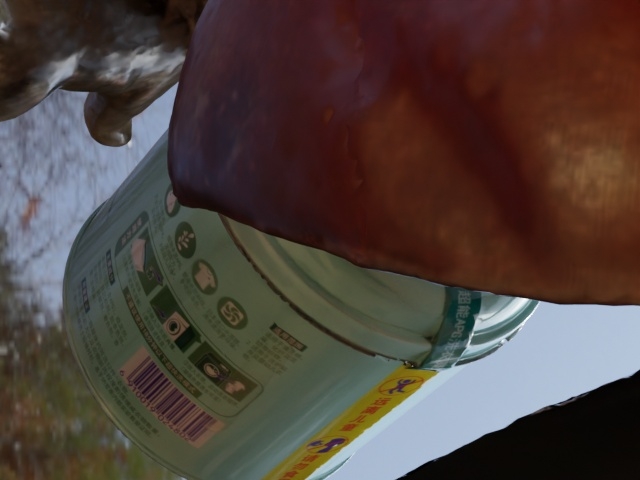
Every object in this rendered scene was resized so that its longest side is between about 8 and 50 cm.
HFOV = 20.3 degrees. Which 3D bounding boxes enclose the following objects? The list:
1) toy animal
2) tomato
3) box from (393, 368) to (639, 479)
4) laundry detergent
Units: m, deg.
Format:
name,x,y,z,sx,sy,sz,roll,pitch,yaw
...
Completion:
name,x,y,z,sx,sy,sz,roll,pitch,yaw
toy animal,-0.125,-0.131,1.034,0.233,0.168,0.121,-11,-99,-36
tomato,0.115,-0.079,0.544,0.338,0.338,0.144,-4,-79,-8
box,0.015,0.202,0.495,0.359,0.091,0.350,-11,-54,-54
laundry detergent,0.000,0.000,1.311,0.287,0.287,0.305,27,-42,-18
